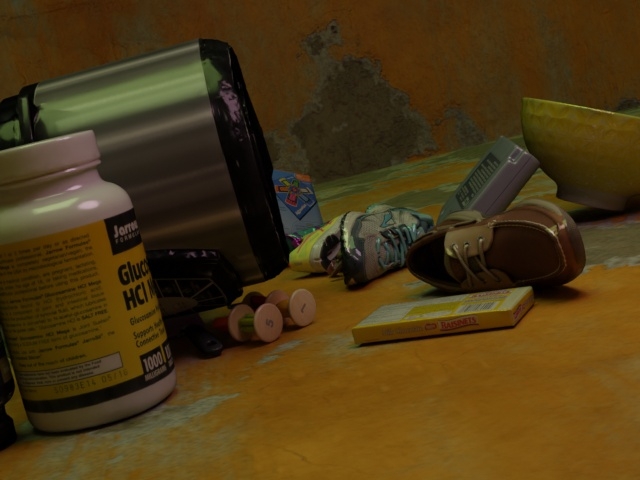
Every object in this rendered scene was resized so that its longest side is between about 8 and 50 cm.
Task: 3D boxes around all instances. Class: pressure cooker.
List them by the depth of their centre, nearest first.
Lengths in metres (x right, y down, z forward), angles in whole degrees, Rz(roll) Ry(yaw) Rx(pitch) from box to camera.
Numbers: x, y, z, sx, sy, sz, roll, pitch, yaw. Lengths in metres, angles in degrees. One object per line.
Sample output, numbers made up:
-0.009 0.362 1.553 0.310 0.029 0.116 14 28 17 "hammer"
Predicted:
-0.280 -0.070 1.675 0.420 0.369 0.375 -14 18 0 "pressure cooker"

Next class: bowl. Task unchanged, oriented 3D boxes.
0.460 -0.135 1.923 0.289 0.156 0.289 11 8 -1 "bowl"

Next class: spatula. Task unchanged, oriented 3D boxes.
-0.191 0.133 1.702 0.084 0.030 0.296 -17 9 -17 "spatula"

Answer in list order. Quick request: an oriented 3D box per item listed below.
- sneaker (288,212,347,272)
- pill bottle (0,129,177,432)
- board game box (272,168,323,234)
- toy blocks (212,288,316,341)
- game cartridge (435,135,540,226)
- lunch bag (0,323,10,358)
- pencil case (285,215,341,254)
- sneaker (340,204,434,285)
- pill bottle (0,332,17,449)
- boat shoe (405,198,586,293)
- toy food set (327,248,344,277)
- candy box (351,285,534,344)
0.006 0.006 2.078 0.094 0.081 0.208 -12 8 26 "sneaker"
-0.299 0.045 1.406 0.188 0.334 0.188 -13 9 2 "pill bottle"
-0.082 -0.066 2.225 0.027 0.145 0.281 -21 -13 27 "board game box"
-0.099 0.107 1.649 0.148 0.054 0.123 -5 11 44 "toy blocks"
0.269 -0.076 1.930 0.198 0.062 0.297 -56 2 10 "game cartridge"
-0.392 0.124 1.896 0.176 0.090 0.219 0 16 42 "lunch bag"
0.000 0.000 2.182 0.152 0.064 0.070 -19 -6 -34 "pencil case"
0.113 -0.004 1.893 0.122 0.110 0.283 1 17 19 "sneaker"
-0.428 0.141 1.364 0.123 0.219 0.123 -13 9 2 "pill bottle"
0.221 0.023 1.533 0.116 0.123 0.324 -25 6 -24 "boat shoe"
0.041 0.028 1.971 0.078 0.019 0.122 -53 -8 15 "toy food set"
0.151 0.092 1.438 0.206 0.027 0.105 -9 7 26 "candy box"
